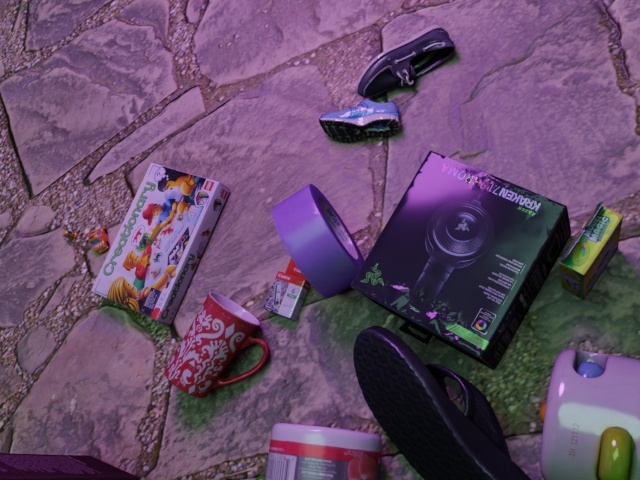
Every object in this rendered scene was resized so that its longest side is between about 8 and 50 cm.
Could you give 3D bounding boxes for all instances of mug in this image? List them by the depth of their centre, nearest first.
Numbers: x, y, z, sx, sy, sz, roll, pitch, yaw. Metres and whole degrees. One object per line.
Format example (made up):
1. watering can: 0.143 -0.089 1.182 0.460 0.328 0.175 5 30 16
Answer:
1. mug: -0.191 0.203 1.194 0.150 0.113 0.169 34 90 31

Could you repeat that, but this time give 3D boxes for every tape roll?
1. tape roll: 0.000 0.000 1.137 0.080 0.189 0.188 -32 62 9

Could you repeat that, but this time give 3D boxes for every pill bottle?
1. pill bottle: -0.006 0.446 0.985 0.177 0.176 0.318 -1 71 23

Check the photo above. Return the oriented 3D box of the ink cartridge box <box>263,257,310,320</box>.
1. ink cartridge box: -0.056 0.086 1.221 0.063 0.029 0.115 16 79 28

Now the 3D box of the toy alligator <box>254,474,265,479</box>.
1. toy alligator: -0.142 0.481 1.106 0.051 0.056 0.189 40 90 -11

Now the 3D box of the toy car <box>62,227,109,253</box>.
1. toy car: -0.526 0.000 1.450 0.122 0.040 0.060 -7 69 21

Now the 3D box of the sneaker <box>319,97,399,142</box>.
1. sneaker: 0.077 -0.238 1.274 0.162 0.063 0.073 0 57 17

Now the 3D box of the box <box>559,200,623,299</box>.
1. box: 0.398 0.017 0.964 0.043 0.179 0.105 33 87 30

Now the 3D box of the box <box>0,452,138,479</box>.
1. box: -0.491 0.462 1.073 0.143 0.381 0.191 11 77 24

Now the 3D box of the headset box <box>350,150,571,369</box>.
1. headset box: 0.222 0.038 1.060 0.246 0.131 0.283 29 85 30

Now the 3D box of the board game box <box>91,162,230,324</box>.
1. board game box: -0.332 0.001 1.359 0.193 0.053 0.305 17 79 28

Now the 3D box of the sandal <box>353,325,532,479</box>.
1. sandal: 0.215 0.304 0.976 0.107 0.167 0.445 -27 67 -38

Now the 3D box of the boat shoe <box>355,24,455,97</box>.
1. boat shoe: 0.163 -0.333 1.254 0.206 0.075 0.065 -34 59 4

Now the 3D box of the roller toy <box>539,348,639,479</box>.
1. roller toy: 0.373 0.249 0.886 0.146 0.209 0.191 7 59 26
